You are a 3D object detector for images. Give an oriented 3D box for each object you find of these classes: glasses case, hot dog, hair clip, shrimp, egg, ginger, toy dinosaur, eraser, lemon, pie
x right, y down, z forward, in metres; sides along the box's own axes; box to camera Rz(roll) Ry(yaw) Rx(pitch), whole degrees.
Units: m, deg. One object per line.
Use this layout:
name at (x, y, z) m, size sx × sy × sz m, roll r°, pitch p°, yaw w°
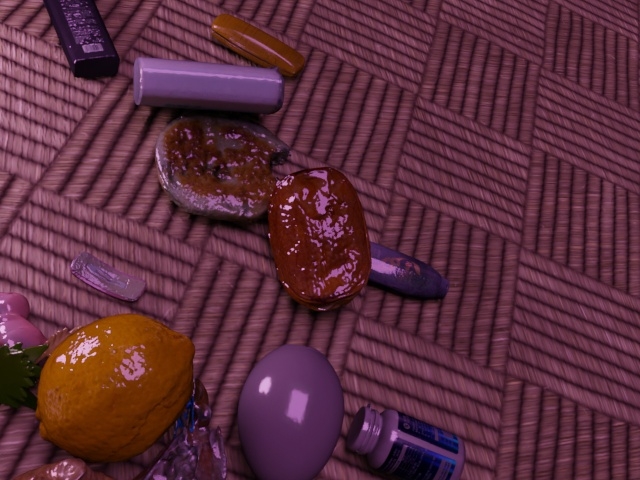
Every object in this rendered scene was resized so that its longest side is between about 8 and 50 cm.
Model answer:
glasses case at (-0.148, -0.459, 1.604) m, size 0.234 × 0.064 × 0.079 m, roll 28°, pitch 53°, yaw -3°
hot dog at (0.000, 0.000, 1.319) m, size 0.196 × 0.122 × 0.272 m, roll -14°, pitch 86°, yaw -2°
hair clip at (-0.383, 0.067, 1.225) m, size 0.137 × 0.022 × 0.054 m, roll 26°, pitch 54°, yaw -4°
shrimp at (-0.248, 0.421, 1.023) m, size 0.221 × 0.110 × 0.445 m, roll 7°, pitch 57°, yaw 4°
egg at (-0.049, 0.292, 1.120) m, size 0.176 × 0.176 × 0.232 m, roll 12°, pitch 58°, yaw -14°
ginger at (-0.396, 0.377, 0.938) m, size 0.216 × 0.157 × 0.102 m, roll -29°, pitch 61°, yaw -3°
toy dinosaur at (-0.479, 0.174, 1.085) m, size 0.194 × 0.152 × 0.177 m, roll 17°, pitch 27°, yaw -3°
eraser at (-0.239, -0.324, 1.424) m, size 0.290 × 0.104 × 0.189 m, roll 0°, pitch 16°, yaw -20°
lemon at (-0.298, 0.215, 0.989) m, size 0.260 × 0.204 × 0.204 m, roll -35°, pitch 73°, yaw 7°
pie at (-0.197, -0.154, 1.402) m, size 0.302 × 0.067 × 0.302 m, roll 9°, pitch 57°, yaw -15°

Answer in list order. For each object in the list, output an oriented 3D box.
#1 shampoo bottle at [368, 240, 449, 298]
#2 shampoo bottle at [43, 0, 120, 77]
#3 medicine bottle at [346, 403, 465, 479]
shampoo bottle at (0.154, 0.064, 1.410) m, size 0.234 × 0.049 × 0.087 m, roll 21°, pitch 63°, yaw -8°
shampoo bottle at (-0.533, -0.489, 1.474) m, size 0.098 × 0.071 × 0.309 m, roll -16°, pitch 67°, yaw -27°
medicine bottle at (0.149, 0.364, 1.193) m, size 0.191 × 0.107 × 0.107 m, roll 23°, pitch 55°, yaw -6°
